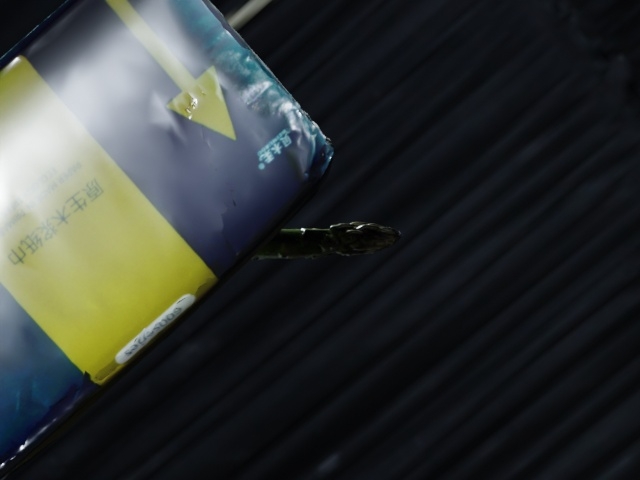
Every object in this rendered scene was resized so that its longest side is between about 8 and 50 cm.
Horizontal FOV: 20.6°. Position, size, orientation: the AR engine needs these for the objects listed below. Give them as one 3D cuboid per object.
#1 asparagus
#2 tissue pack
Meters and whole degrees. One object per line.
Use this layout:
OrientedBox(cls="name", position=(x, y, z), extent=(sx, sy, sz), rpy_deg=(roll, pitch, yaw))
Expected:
OrientedBox(cls="asparagus", position=(0.000, 0.000, 1.687), extent=(0.165, 0.030, 0.036), rpy_deg=(-4, 60, -19))
OrientedBox(cls="tissue pack", position=(-0.206, -0.017, 1.412), extent=(0.253, 0.416, 0.264), rpy_deg=(47, -2, -3))
